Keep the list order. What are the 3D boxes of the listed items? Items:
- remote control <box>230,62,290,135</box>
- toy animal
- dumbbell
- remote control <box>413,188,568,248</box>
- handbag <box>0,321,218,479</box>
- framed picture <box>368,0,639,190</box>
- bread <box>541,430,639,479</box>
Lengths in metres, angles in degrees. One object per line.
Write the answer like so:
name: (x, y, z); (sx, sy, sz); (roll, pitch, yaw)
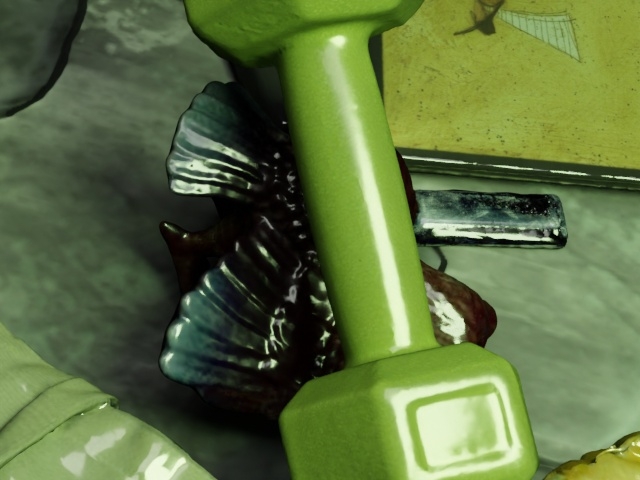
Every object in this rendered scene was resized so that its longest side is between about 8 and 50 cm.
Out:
remote control: (-0.042, -0.154, 0.990); (0.063, 0.025, 0.245); (-11, 57, -21)
toy animal: (0.007, 0.004, 0.824); (0.179, 0.116, 0.218); (21, 47, 7)
dumbbell: (0.016, -0.020, 0.737); (0.121, 0.108, 0.302); (-11, 83, -21)
remote control: (0.092, -0.014, 0.915); (0.096, 0.014, 0.039); (2, 54, -9)
handbag: (-0.139, 0.175, 0.683); (0.316, 0.109, 0.253); (32, 53, 16)
framed picture: (0.152, -0.167, 1.030); (0.255, 0.014, 0.339); (5, 53, -5)
bread: (0.170, 0.208, 0.689); (0.253, 0.142, 0.227); (35, 58, 19)
